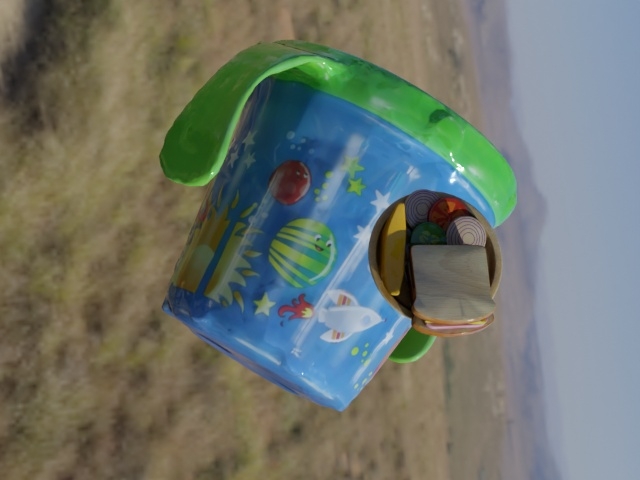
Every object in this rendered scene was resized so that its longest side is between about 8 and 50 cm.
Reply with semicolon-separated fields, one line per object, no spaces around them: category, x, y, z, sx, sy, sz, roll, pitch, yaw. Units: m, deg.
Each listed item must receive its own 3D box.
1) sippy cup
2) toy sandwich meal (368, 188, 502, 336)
sippy cup;0.000;0.000;0.967;0.224;0.305;0.240;-60;-165;-11
toy sandwich meal;0.065;0.010;0.675;0.029;0.085;0.086;129;-43;-70
